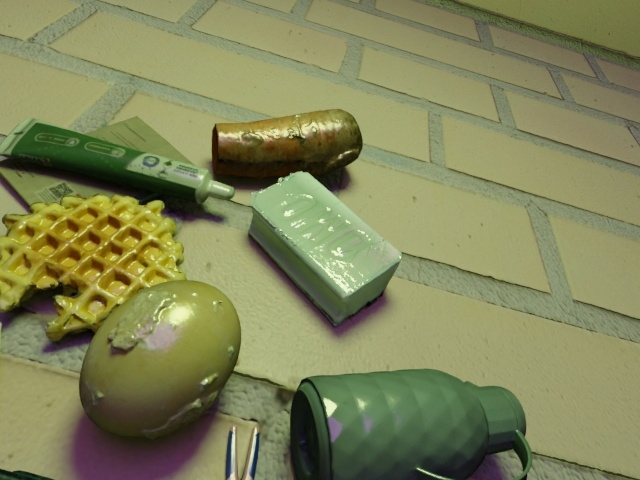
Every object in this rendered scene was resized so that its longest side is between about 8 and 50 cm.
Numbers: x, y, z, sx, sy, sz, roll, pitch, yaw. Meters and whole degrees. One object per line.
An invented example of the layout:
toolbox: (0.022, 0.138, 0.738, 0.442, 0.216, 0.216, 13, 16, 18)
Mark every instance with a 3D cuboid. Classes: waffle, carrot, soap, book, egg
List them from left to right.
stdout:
waffle: (-0.333, 0.020, 0.691, 0.261, 0.056, 0.250, -10, 54, -24)
book: (-0.388, -0.125, 0.853, 0.214, 0.025, 0.282, 40, 48, 20)
egg: (-0.185, 0.135, 0.565, 0.164, 0.164, 0.201, 32, 51, 14)
carrot: (-0.065, -0.190, 0.955, 0.301, 0.139, 0.139, -5, 48, -16)
soap: (0.000, 0.000, 0.808, 0.150, 0.094, 0.261, -26, 59, -38)

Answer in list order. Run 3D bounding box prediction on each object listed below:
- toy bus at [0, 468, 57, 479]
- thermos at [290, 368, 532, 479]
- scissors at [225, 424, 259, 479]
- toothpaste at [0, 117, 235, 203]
toy bus: (-0.320, 0.275, 0.392, 0.274, 0.139, 0.167, 16, 41, 1)
thermos: (0.119, 0.233, 0.565, 0.286, 0.145, 0.182, 1, 19, -18)
scissors: (-0.093, 0.273, 0.558, 0.039, 0.012, 0.113, 8, 44, -11)
toothpaste: (-0.339, -0.129, 0.817, 0.391, 0.061, 0.099, 15, 51, -2)
